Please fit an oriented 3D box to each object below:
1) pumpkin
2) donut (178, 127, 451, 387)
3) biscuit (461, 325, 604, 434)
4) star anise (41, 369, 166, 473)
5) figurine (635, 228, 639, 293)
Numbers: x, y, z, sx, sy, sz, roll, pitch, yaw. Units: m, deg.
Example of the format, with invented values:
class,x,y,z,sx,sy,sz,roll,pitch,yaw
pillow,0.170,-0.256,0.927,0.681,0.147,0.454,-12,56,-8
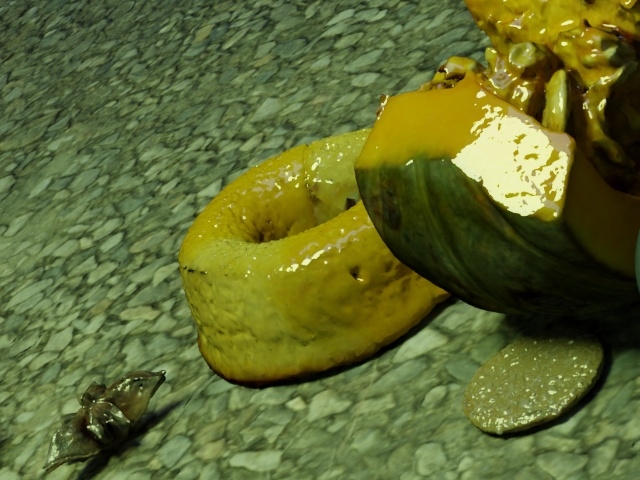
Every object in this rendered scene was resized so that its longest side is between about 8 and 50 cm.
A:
class,x,y,z,sx,sy,sz,roll,pitch,yaw
pumpkin,0.198,-0.079,1.384,0.225,0.256,0.303,10,68,49
donut,0.000,0.000,1.614,0.303,0.110,0.303,-23,26,12
biscuit,0.162,0.106,1.357,0.120,0.015,0.120,-25,25,12
star anise,-0.203,0.165,1.587,0.124,0.056,0.129,-17,24,51
figurine,0.334,-0.015,1.219,0.197,0.175,0.265,20,50,32
